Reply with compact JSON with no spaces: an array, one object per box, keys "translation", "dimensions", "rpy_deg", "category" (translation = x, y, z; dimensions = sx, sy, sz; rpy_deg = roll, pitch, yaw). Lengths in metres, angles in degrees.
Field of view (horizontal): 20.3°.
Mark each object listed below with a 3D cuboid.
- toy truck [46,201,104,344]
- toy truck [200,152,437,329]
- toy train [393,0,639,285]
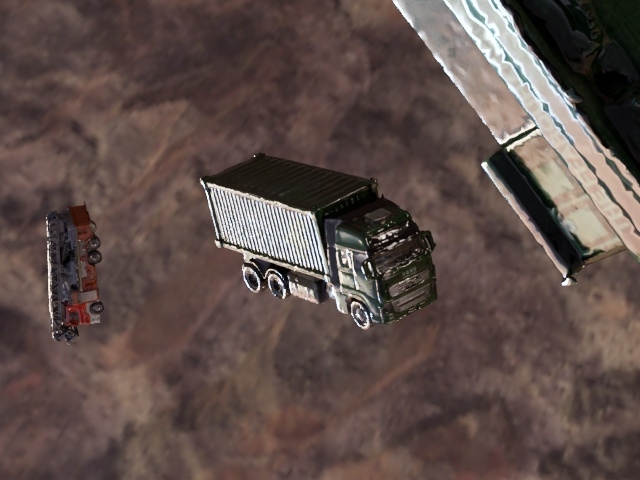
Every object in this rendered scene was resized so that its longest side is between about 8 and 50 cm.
[{"translation":[-0.138,0.020,1.004],"dimensions":[0.032,0.024,0.083],"rpy_deg":[-10,-55,-16],"category":"toy truck"},{"translation":[0.000,0.000,1.727],"dimensions":[0.259,0.088,0.121],"rpy_deg":[17,-54,49],"category":"toy truck"},{"translation":[0.121,-0.121,0.929],"dimensions":[0.330,0.138,0.178],"rpy_deg":[53,-24,-2],"category":"toy train"}]
